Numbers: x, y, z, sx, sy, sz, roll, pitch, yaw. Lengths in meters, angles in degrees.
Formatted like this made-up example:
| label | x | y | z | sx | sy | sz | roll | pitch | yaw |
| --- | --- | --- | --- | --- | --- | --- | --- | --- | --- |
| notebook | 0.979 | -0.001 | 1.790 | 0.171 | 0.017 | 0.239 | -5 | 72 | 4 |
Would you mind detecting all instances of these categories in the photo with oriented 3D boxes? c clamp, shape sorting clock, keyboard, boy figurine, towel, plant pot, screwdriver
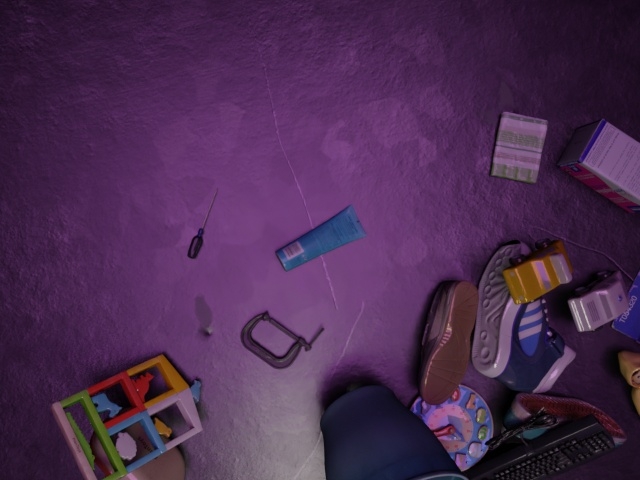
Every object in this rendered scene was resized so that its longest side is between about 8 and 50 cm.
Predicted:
| label | x | y | z | sx | sy | sz | roll | pitch | yaw |
| --- | --- | --- | --- | --- | --- | --- | --- | --- | --- |
| c clamp | -0.094 | 0.219 | 1.325 | 0.161 | 0.022 | 0.137 | 31 | 93 | -5 |
| shape sorting clock | 0.299 | 0.433 | 1.342 | 0.206 | 0.040 | 0.206 | 0 | 91 | -4 |
| keyboard | 0.467 | 0.467 | 1.274 | 0.317 | 0.033 | 0.201 | -36 | 111 | 21 |
| boy figurine | 0.808 | 0.352 | 1.341 | 0.285 | 0.092 | 0.177 | 44 | 112 | -7 |
| towel | 0.463 | -0.217 | 1.361 | 0.113 | 0.023 | 0.151 | 11 | 92 | -2 |
| plant pot | 0.124 | 0.454 | 1.201 | 0.272 | 0.255 | 0.271 | -13 | 131 | -16 |
| screwdriver | -0.265 | -0.040 | 1.309 | 0.025 | 0.024 | 0.169 | 17 | 87 | -33 |

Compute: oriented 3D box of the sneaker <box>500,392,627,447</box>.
| label | x | y | z | sx | sy | sz | roll | pitch | yaw |
| --- | --- | --- | --- | --- | --- | --- | --- | --- | --- |
| sneaker | 0.552 | 0.436 | 1.338 | 0.302 | 0.108 | 0.121 | 16 | 117 | -13 |

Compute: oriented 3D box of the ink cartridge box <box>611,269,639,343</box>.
| label | x | y | z | sx | sy | sz | roll | pitch | yaw |
| --- | --- | --- | --- | --- | --- | --- | --- | --- | --- |
| ink cartridge box | 0.912 | 0.145 | 1.370 | 0.330 | 0.071 | 0.324 | 28 | 89 | -5 |

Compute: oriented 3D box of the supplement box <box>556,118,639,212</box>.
| label | x | y | z | sx | sy | sz | roll | pitch | yaw |
| --- | --- | --- | --- | --- | --- | --- | --- | --- | --- |
| supplement box | 0.680 | -0.166 | 1.329 | 0.220 | 0.111 | 0.113 | 30 | 89 | -3 |

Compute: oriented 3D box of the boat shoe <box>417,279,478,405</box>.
| label | x | y | z | sx | sy | sz | roll | pitch | yaw |
| --- | --- | --- | --- | --- | --- | --- | --- | --- | --- |
| boat shoe | 0.277 | 0.225 | 1.315 | 0.103 | 0.092 | 0.285 | 16 | 87 | -23 |

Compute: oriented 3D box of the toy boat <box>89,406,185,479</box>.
| label | x | y | z | sx | sy | sz | roll | pitch | yaw |
| --- | --- | --- | --- | --- | --- | --- | --- | --- | --- |
| toy boat | -0.410 | 0.489 | 1.261 | 0.151 | 0.151 | 0.231 | -40 | 93 | 28 |

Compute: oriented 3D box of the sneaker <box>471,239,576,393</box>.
| label | x | y | z | sx | sy | sz | roll | pitch | yaw |
| --- | --- | --- | --- | --- | --- | --- | --- | --- | --- |
| sneaker | 0.482 | 0.185 | 1.328 | 0.236 | 0.130 | 0.322 | 22 | 75 | -22 |

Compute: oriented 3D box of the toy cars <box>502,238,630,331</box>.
| label | x | y | z | sx | sy | sz | roll | pitch | yaw |
| --- | --- | --- | --- | --- | --- | --- | --- | --- | --- |
| toy cars | 0.564 | 0.097 | 1.264 | 0.394 | 0.087 | 0.176 | 22 | 72 | -26 |

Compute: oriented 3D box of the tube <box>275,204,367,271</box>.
| label | x | y | z | sx | sy | sz | roll | pitch | yaw |
| --- | --- | --- | --- | --- | --- | --- | --- | --- | --- |
| tube | 0.000 | 0.000 | 1.317 | 0.207 | 0.052 | 0.080 | -28 | 97 | -8 |

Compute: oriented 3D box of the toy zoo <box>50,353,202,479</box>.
| label | x | y | z | sx | sy | sz | roll | pitch | yaw |
| --- | --- | --- | --- | --- | --- | --- | --- | --- | --- |
| toy zoo | -0.379 | 0.364 | 1.219 | 0.293 | 0.030 | 0.192 | -22 | 74 | -42 |
